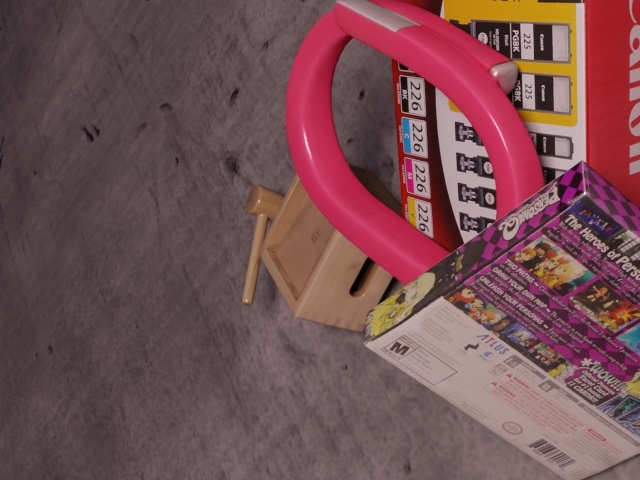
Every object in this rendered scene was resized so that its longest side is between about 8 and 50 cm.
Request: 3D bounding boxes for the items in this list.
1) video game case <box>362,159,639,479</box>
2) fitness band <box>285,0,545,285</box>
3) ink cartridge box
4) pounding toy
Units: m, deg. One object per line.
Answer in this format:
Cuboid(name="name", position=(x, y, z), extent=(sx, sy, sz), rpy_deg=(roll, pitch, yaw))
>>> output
Cuboid(name="video game case", position=(0.185, 0.073, 0.763), extent=(0.210, 0.232, 0.042), rpy_deg=(-39, 27, 35))
Cuboid(name="fitness band", position=(0.068, -0.075, 0.842), extent=(0.291, 0.054, 0.209), rpy_deg=(41, 138, 40))
Cuboid(name="ink cartridge box", position=(0.187, -0.131, 0.807), extent=(0.272, 0.130, 0.309), rpy_deg=(16, 118, 50))
Cuboid(name="pounding toy", position=(-0.006, 0.005, 1.115), extent=(0.181, 0.094, 0.206), rpy_deg=(-63, 32, 20))
